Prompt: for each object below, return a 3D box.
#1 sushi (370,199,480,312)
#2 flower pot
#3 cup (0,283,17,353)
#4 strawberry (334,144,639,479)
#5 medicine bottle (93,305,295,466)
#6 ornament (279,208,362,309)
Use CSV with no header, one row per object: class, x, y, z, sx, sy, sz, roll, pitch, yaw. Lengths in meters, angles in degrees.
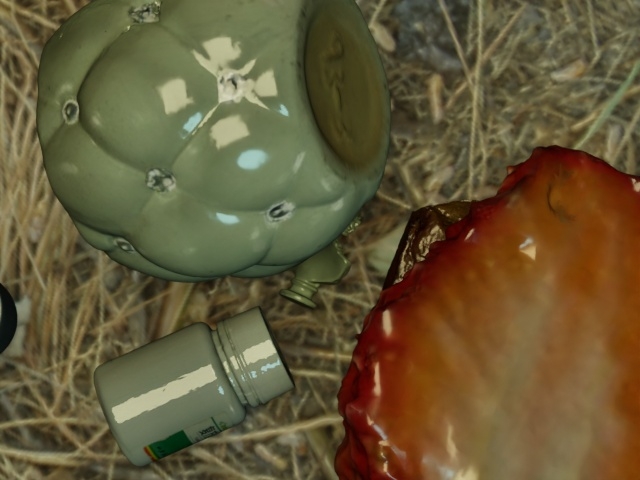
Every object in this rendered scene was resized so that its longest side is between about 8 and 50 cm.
sushi,0.077,0.023,1.359,0.055,0.052,0.120,21,84,1
flower pot,-0.068,-0.089,1.290,0.195,0.246,0.246,-9,81,26
cup,-0.263,0.066,1.365,0.078,0.077,0.100,9,83,5
strawberry,0.135,0.103,1.300,0.265,0.149,0.336,25,69,-12
medicine bottle,-0.089,0.102,1.347,0.130,0.080,0.080,-23,82,0
ornament,-0.001,0.003,1.374,0.092,0.041,0.068,-43,59,9
